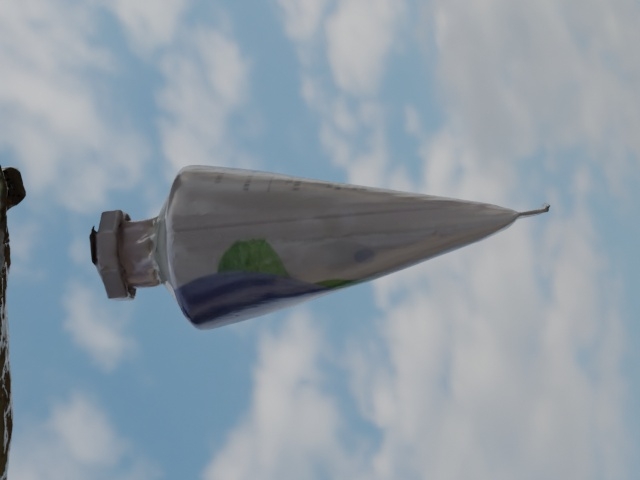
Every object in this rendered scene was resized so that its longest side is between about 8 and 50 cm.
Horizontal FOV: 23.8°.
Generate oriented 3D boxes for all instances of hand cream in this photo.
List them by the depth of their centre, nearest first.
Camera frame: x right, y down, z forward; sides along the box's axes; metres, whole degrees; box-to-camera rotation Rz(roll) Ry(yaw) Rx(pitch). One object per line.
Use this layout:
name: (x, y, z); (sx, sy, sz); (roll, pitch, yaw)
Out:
hand cream: (0.000, 0.000, 0.478); (0.084, 0.142, 0.053); (-9, -84, -83)

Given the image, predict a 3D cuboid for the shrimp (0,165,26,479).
shrimp: (-0.209, 0.059, 0.761); (0.062, 0.154, 0.294); (4, -78, -59)
